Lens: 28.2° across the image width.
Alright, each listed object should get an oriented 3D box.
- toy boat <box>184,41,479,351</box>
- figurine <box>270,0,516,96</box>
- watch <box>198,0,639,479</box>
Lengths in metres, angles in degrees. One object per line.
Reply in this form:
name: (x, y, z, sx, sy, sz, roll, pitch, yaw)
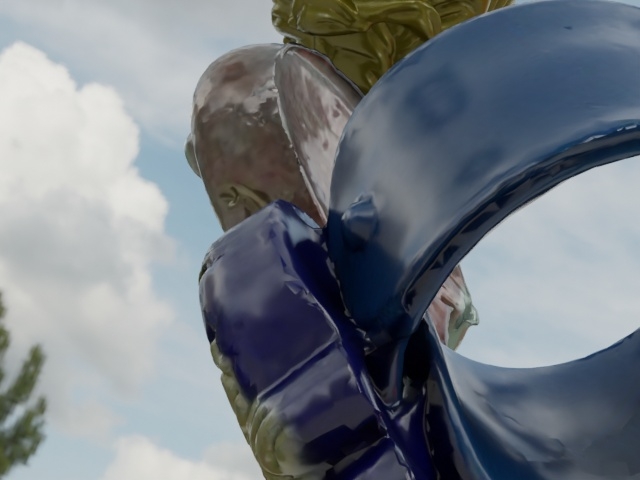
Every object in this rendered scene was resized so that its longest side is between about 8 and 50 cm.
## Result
toy boat: (0.000, 0.000, 0.695, 0.085, 0.155, 0.227, -24, -70, 26)
figurine: (0.014, -0.048, 0.831, 0.168, 0.315, 0.187, 17, 11, 5)
watch: (0.077, 0.034, 0.413, 0.200, 0.171, 0.196, -30, -48, 4)
